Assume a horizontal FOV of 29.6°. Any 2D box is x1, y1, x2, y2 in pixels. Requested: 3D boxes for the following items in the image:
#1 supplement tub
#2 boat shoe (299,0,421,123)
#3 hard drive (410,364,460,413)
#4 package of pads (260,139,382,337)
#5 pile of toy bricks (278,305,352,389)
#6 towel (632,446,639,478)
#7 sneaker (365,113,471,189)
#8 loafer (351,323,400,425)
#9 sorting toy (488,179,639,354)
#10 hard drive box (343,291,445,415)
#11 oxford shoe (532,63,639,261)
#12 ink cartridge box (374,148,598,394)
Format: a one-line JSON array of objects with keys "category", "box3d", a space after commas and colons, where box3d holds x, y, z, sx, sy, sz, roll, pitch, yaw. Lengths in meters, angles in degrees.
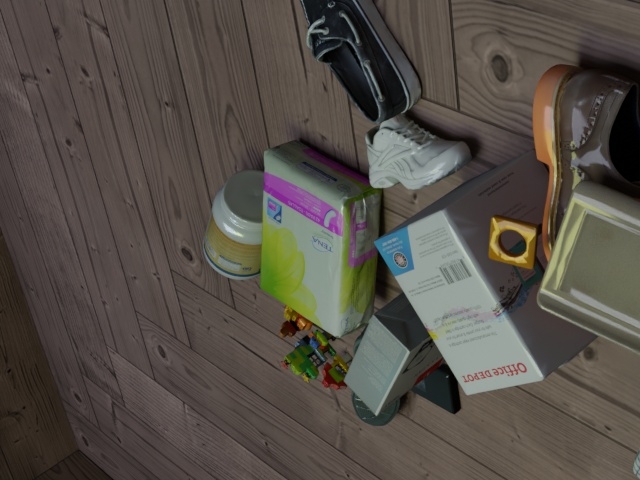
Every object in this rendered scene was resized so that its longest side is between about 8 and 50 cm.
[{"category": "supplement tub", "box3d": [-0.141, -0.030, 2.311, 0.144, 0.144, 0.200, 48, 150, 16]}, {"category": "boat shoe", "box3d": [0.028, -0.310, 1.831, 0.301, 0.102, 0.108, 57, 151, 0]}, {"category": "hard drive", "box3d": [0.194, 0.250, 2.201, 0.135, 0.022, 0.094, 26, 138, 43]}, {"category": "package of pads", "box3d": [0.000, 0.000, 2.139, 0.229, 0.101, 0.297, 32, 132, 38]}, {"category": "pile of toy bricks", "box3d": [-0.028, 0.230, 2.431, 0.212, 0.105, 0.118, 49, 150, 15]}, {"category": "towel", "box3d": [0.558, 0.307, 1.564, 0.283, 0.121, 0.235, 36, 159, 23]}, {"category": "sneaker", "box3d": [0.134, -0.142, 1.852, 0.232, 0.090, 0.115, -2, 113, 56]}, {"category": "loafer", "box3d": [0.112, 0.246, 2.287, 0.096, 0.084, 0.267, 11, 138, 12]}, {"category": "sorting toy", "box3d": [0.378, 0.033, 1.513, 0.347, 0.047, 0.196, 26, 127, 18]}, {"category": "hard drive box", "box3d": [0.151, 0.164, 2.023, 0.089, 0.181, 0.232, 46, 149, 18]}, {"category": "oxford shoe", "box3d": [0.367, -0.046, 1.558, 0.132, 0.130, 0.364, 12, 129, 42]}, {"category": "ink cartridge box", "box3d": [0.257, 0.051, 1.738, 0.270, 0.197, 0.198, 59, 150, -3]}]
